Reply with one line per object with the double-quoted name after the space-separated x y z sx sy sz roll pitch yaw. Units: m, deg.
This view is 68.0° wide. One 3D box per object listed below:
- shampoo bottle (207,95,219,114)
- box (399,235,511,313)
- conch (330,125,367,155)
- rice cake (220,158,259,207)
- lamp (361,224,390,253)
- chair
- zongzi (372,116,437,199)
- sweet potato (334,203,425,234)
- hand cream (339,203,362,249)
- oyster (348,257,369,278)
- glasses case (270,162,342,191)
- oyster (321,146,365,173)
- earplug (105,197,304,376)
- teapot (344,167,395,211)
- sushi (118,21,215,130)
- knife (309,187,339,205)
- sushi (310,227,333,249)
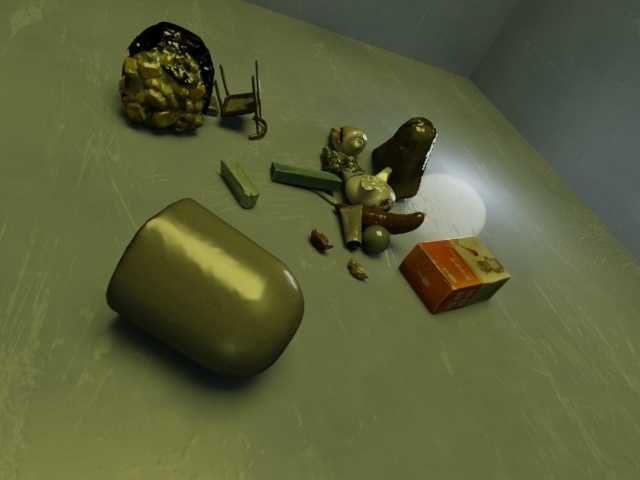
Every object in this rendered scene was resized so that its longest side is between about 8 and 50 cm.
-0.474 -0.585 1.991 0.080 0.040 0.165 4 43 -27 "shampoo bottle"
0.485 0.117 1.722 0.342 0.143 0.224 -6 49 -36 "box"
0.124 -0.457 2.188 0.159 0.127 0.255 -13 24 -5 "conch"
-0.282 -0.198 1.651 0.063 0.069 0.206 -11 50 -38 "rice cake"
0.199 -0.005 1.705 0.105 0.105 0.105 18 39 -15 "lamp"
-0.320 -0.561 1.933 0.167 0.272 0.188 -5 41 3 "chair"
0.344 -0.425 2.080 0.174 0.355 0.392 0 43 -19 "zongzi"
0.215 -0.074 1.777 0.342 0.113 0.092 9 37 19 "sweet potato"
0.115 -0.049 1.712 0.087 0.054 0.186 -10 57 15 "hand cream"
0.126 0.100 1.609 0.081 0.038 0.083 35 11 -8 "oyster"
-0.059 -0.244 1.845 0.267 0.056 0.105 8 22 -18 "glasses case"
0.090 -0.318 1.971 0.200 0.086 0.252 4 26 7 "oyster"
-0.235 0.128 1.106 0.394 0.312 0.312 32 37 3 "earplug"
0.206 -0.204 1.894 0.209 0.165 0.299 20 37 16 "teapot"
-0.549 -0.577 1.711 0.328 0.328 0.285 21 32 -18 "sushi"
-0.005 -0.189 1.858 0.210 0.015 0.028 36 33 8 "knife"
0.000 0.000 1.615 0.047 0.050 0.099 -27 70 -41 "sushi"
